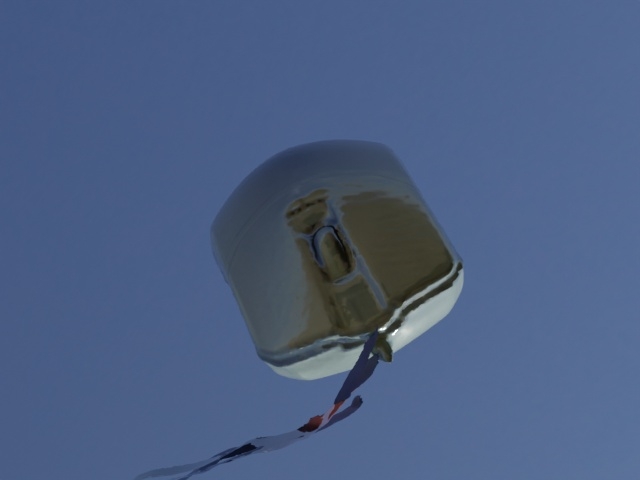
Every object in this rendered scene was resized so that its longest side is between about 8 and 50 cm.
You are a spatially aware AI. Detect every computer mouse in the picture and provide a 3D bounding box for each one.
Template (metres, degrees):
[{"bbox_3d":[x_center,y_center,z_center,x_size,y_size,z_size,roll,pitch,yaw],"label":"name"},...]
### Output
[{"bbox_3d":[0.000,0.000,0.668,0.089,0.181,0.056,-30,-67,1],"label":"computer mouse"}]

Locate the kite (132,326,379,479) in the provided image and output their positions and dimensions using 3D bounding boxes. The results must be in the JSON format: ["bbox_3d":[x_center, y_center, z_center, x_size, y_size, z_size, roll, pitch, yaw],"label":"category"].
[{"bbox_3d":[-0.085,0.071,0.378,0.229,0.127,0.016,-22,-100,-13],"label":"kite"}]
